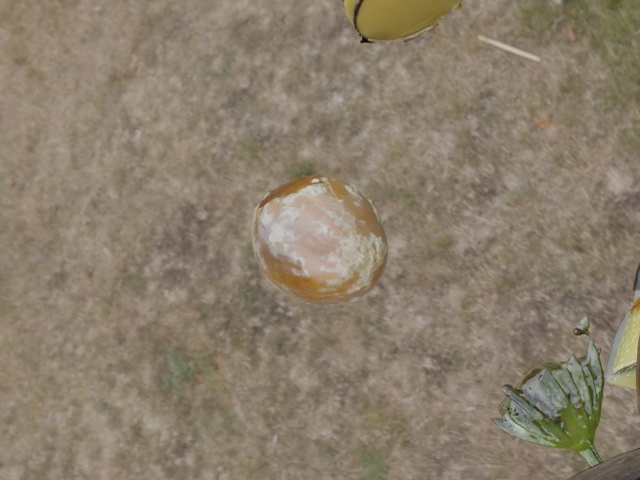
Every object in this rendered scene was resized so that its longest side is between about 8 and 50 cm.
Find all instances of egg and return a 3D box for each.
[{"bbox_3d":[0.000,0.000,1.360,0.195,0.195,0.233,-58,39,2],"label":"egg"}]

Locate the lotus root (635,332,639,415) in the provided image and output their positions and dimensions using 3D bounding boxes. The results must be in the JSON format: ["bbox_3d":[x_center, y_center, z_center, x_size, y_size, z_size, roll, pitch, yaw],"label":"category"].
[{"bbox_3d":[0.672,0.178,1.514,0.316,0.250,0.316,-10,41,9],"label":"lotus root"}]

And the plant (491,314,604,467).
[{"bbox_3d":[0.465,0.337,1.608,0.251,0.180,0.333,-28,63,-10],"label":"plant"}]

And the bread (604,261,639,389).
[{"bbox_3d":[0.751,0.075,1.801,0.242,0.405,0.346,18,54,16],"label":"bread"}]

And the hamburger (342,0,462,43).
[{"bbox_3d":[0.131,-0.456,1.545,0.237,0.237,0.149,-30,65,20],"label":"hamburger"}]

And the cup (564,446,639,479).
[{"bbox_3d":[0.178,0.187,0.441,0.169,0.223,0.176,-36,80,30],"label":"cup"}]
